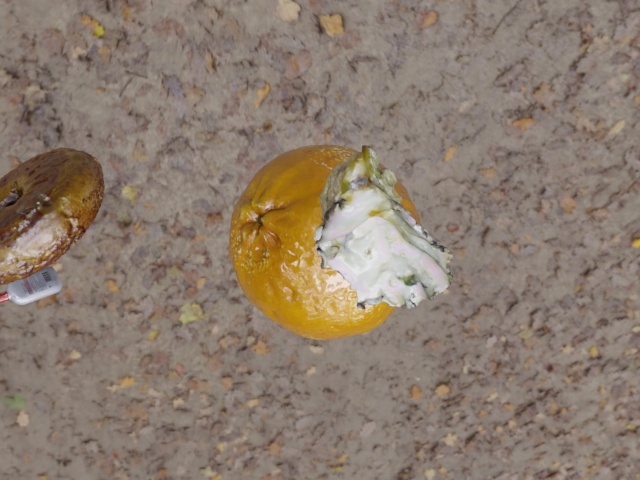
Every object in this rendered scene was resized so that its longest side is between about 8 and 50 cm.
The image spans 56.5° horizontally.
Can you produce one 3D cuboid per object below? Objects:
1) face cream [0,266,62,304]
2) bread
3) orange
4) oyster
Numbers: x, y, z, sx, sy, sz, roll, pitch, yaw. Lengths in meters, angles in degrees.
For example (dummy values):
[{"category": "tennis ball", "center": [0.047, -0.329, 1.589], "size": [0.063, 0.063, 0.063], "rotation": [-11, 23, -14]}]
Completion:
[{"category": "face cream", "center": [-0.399, 0.065, 0.810], "size": [0.083, 0.040, 0.021], "rotation": [-23, 169, -37]}, {"category": "bread", "center": [-0.315, -0.026, 0.642], "size": [0.193, 0.193, 0.064], "rotation": [-26, 129, 6]}, {"category": "orange", "center": [0.000, 0.000, 1.029], "size": [0.293, 0.341, 0.341], "rotation": [11, 123, -43]}, {"category": "oyster", "center": [0.056, -0.002, 0.580], "size": [0.132, 0.072, 0.209], "rotation": [-20, 137, 35]}]
